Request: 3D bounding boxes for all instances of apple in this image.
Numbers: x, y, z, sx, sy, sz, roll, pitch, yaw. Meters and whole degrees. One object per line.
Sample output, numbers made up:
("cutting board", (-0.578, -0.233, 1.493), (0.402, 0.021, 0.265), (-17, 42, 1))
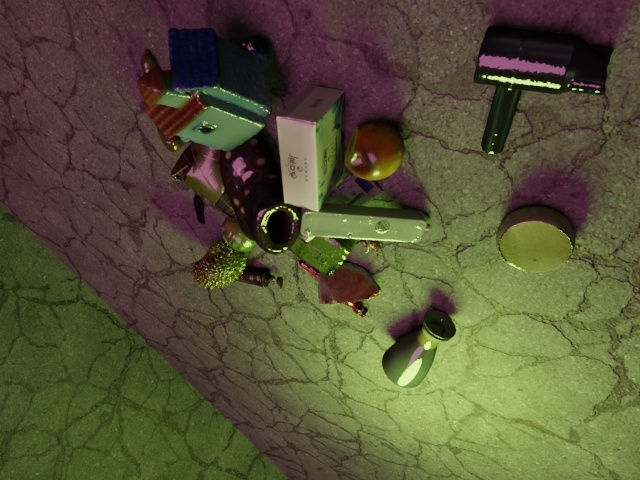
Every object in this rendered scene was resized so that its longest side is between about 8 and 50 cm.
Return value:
("apple", (0.137, -0.237, 1.181), (0.163, 0.147, 0.146), (22, 136, 16))

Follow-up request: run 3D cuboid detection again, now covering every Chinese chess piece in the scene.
("Chinese chess piece", (0.564, -0.003, 1.177), (0.189, 0.083, 0.188), (15, 134, 16))

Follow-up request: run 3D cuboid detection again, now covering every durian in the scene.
("durian", (-0.409, 0.101, 1.802), (0.237, 0.200, 0.176), (-26, 75, 32))

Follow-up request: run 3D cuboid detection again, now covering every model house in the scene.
("model house", (-0.333, -0.393, 1.149), (0.295, 0.330, 0.251), (-18, 78, 45))

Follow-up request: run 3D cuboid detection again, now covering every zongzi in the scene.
("zongzi", (-0.292, -0.251, 1.468), (0.289, 0.154, 0.318), (37, 125, -18))

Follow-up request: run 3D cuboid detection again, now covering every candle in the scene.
("candle", (0.050, 0.180, 1.696), (0.329, 0.048, 0.051), (39, 146, -4))

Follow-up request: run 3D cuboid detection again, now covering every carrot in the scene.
("carrot", (-0.537, -0.453, 1.481), (0.070, 0.070, 0.342), (13, 132, 23))

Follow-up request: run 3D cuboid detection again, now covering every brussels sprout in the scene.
("brussels sprout", (-0.304, -0.025, 1.685), (0.155, 0.117, 0.155), (16, 143, 12))

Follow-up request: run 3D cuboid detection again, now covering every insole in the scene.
("insole", (-0.486, -0.123, 1.796), (0.053, 0.002, 0.152), (20, 136, 16))

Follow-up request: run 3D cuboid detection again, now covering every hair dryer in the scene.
("hair dryer", (0.454, -0.299, 0.971), (0.245, 0.116, 0.302), (18, 147, 18))

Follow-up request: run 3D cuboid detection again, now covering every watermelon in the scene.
("watermelon", (0.095, 0.149, 1.610), (0.231, 0.128, 0.146), (-10, 85, 5))

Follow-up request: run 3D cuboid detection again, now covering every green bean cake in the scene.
("green bean cake", (0.000, 0.000, 1.515), (0.214, 0.113, 0.200), (36, 139, 0))

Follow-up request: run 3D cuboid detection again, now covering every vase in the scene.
("vase", (0.357, 0.389, 1.612), (0.173, 0.173, 0.321), (29, 134, 7))

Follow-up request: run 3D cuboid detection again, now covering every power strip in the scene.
("power strip", (0.135, -0.053, 1.309), (0.386, 0.062, 0.091), (3, 130, -7))

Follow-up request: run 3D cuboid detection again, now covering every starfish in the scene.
("starfish", (0.166, 0.018, 1.489), (0.091, 0.028, 0.078), (44, 143, -15))

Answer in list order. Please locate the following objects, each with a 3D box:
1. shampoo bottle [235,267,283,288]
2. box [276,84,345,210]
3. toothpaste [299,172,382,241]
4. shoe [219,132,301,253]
("shampoo bottle", (-0.261, 0.155, 1.860), (0.237, 0.067, 0.068), (4, 121, 30))
("box", (-0.018, -0.252, 1.226), (0.116, 0.203, 0.274), (16, 134, 19))
("toothpaste", (0.048, -0.097, 1.353), (0.282, 0.068, 0.099), (-41, 146, 17))
("shoe", (-0.180, -0.145, 1.383), (0.237, 0.172, 0.383), (30, 134, 51))
